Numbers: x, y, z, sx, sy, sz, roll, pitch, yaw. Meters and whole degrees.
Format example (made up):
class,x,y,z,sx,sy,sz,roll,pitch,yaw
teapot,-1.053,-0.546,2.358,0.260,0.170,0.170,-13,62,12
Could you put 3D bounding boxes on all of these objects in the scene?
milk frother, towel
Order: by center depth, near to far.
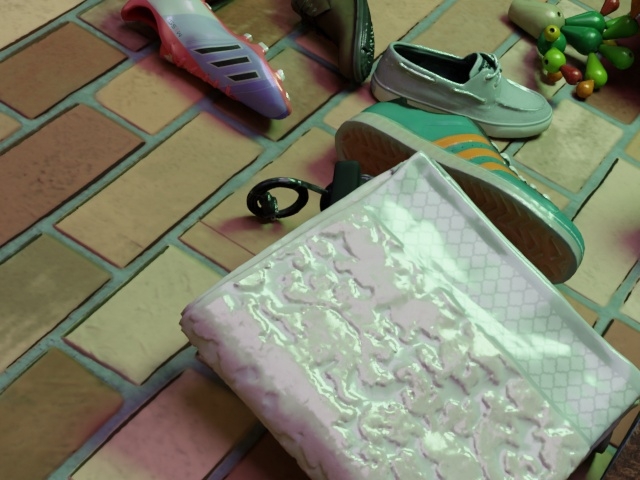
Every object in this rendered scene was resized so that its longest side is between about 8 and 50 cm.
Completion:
class,x,y,z,sx,sy,sz,roll,pitch,yaw
towel,0.092,0.107,1.293,0.317,0.053,0.332,-37,79,-31
milk frother,0.000,0.000,1.454,0.143,0.129,0.134,-19,36,20

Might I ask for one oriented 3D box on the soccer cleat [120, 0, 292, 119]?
class,x,y,z,sx,sy,sz,roll,pitch,yaw
soccer cleat,-0.127,-0.211,1.649,0.095,0.083,0.248,-36,66,-12

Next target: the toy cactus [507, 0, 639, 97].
class,x,y,z,sx,sy,sz,roll,pitch,yaw
toy cactus,0.327,-0.275,1.890,0.180,0.112,0.219,30,49,26

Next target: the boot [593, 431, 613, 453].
class,x,y,z,sx,sy,sz,roll,pitch,yaw
boot,0.174,0.149,1.375,0.208,0.076,0.189,33,43,4

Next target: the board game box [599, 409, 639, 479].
class,x,y,z,sx,sy,sz,roll,pitch,yaw
board game box,0.420,0.190,1.364,0.232,0.141,0.291,32,41,13

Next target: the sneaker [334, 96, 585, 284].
class,x,y,z,sx,sy,sz,roll,pitch,yaw
sneaker,0.168,-0.069,1.575,0.302,0.108,0.121,34,46,18

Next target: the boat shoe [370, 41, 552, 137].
class,x,y,z,sx,sy,sz,roll,pitch,yaw
boat shoe,0.176,-0.184,1.726,0.228,0.081,0.079,11,41,-10

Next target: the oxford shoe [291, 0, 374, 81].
class,x,y,z,sx,sy,sz,roll,pitch,yaw
oxford shoe,0.016,-0.271,1.776,0.096,0.082,0.227,-9,46,0
